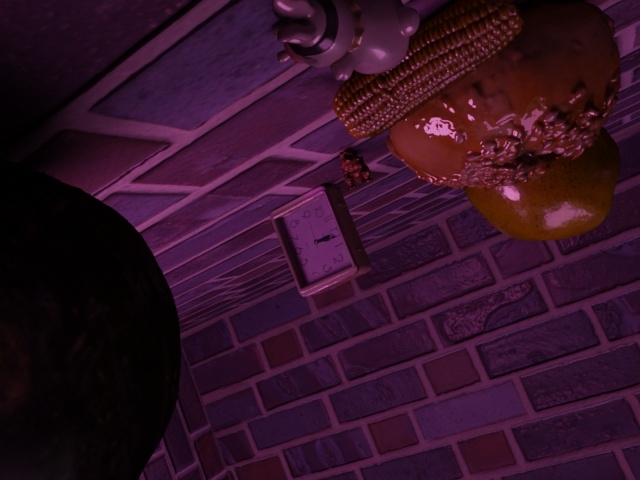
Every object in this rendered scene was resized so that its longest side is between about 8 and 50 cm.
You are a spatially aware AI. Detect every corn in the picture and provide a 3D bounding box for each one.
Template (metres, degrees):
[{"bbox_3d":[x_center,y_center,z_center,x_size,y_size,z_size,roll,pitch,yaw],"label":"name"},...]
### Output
[{"bbox_3d":[0.112,-0.192,0.663,0.231,0.080,0.080,-30,169,33],"label":"corn"}]

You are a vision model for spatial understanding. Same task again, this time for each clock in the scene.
[{"bbox_3d":[0.000,0.000,1.216,0.146,0.192,0.071,-25,170,25],"label":"clock"}]

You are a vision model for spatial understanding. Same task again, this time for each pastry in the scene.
[{"bbox_3d":[0.247,-0.166,0.804,0.284,0.184,0.315,-12,168,-47],"label":"pastry"}]

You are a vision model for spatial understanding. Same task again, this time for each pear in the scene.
[{"bbox_3d":[0.424,-0.135,1.186,0.294,0.294,0.294,-22,172,-3],"label":"pear"}]

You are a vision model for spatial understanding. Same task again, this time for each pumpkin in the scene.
[{"bbox_3d":[-0.328,0.101,0.450,0.454,0.344,0.454,-19,-172,3],"label":"pumpkin"}]

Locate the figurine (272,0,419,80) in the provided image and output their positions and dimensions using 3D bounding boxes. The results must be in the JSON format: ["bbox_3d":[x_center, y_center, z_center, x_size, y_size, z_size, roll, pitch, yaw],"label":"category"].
[{"bbox_3d":[0.003,-0.166,0.505,0.146,0.081,0.098,-17,171,-36],"label":"figurine"}]

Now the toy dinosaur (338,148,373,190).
[{"bbox_3d":[0.059,-0.122,1.050,0.049,0.055,0.154,-26,164,7],"label":"toy dinosaur"}]
